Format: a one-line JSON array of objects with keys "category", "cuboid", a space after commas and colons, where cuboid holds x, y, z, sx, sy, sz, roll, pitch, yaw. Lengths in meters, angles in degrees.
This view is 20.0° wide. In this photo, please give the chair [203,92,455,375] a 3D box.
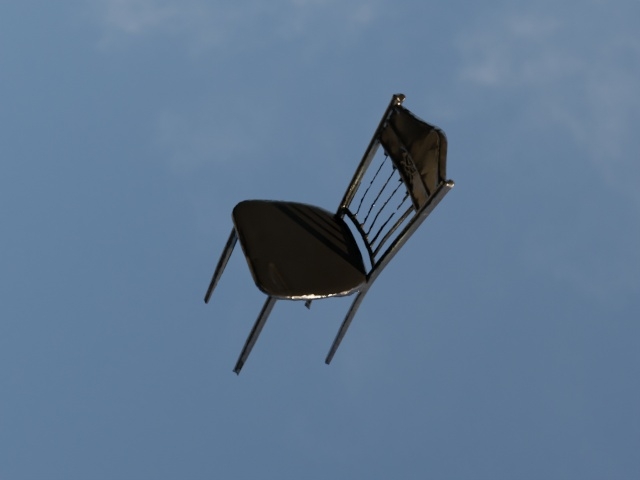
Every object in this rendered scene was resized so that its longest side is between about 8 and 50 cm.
[{"category": "chair", "cuboid": [-0.001, -0.001, 0.503, 0.042, 0.086, 0.037, 3, -135, -32]}]
